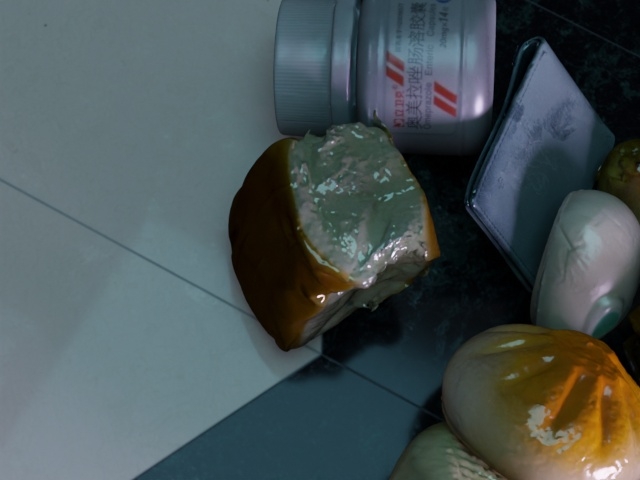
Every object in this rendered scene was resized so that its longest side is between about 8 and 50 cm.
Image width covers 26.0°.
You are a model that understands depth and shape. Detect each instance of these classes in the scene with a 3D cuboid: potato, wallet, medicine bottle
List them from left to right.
[{"bbox_3d":[0.095,-0.246,1.991,0.306,0.245,0.245,2,70,7],"label":"medicine bottle"},{"bbox_3d":[0.307,-0.105,1.969,0.054,0.251,0.290,9,63,42],"label":"wallet"},{"bbox_3d":[0.472,-0.061,2.020,0.137,0.137,0.176,-2,92,-5],"label":"potato"}]

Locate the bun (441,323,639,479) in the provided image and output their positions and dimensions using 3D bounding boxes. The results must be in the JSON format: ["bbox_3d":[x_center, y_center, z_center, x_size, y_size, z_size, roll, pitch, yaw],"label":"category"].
[{"bbox_3d":[0.312,0.200,1.797,0.299,0.299,0.165,29,112,6],"label":"bun"}]

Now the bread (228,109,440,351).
[{"bbox_3d":[0.000,0.000,1.890,0.225,0.279,0.250,-10,63,-27],"label":"bread"}]

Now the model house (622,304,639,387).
[{"bbox_3d":[0.528,0.146,1.897,0.199,0.229,0.220,-31,76,-8],"label":"model house"}]

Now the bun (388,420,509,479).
[{"bbox_3d":[0.242,0.402,1.773,0.364,0.202,0.364,19,29,-11],"label":"bun"}]

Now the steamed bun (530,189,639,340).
[{"bbox_3d":[0.379,0.047,1.931,0.130,0.177,0.228,17,97,21],"label":"steamed bun"}]
